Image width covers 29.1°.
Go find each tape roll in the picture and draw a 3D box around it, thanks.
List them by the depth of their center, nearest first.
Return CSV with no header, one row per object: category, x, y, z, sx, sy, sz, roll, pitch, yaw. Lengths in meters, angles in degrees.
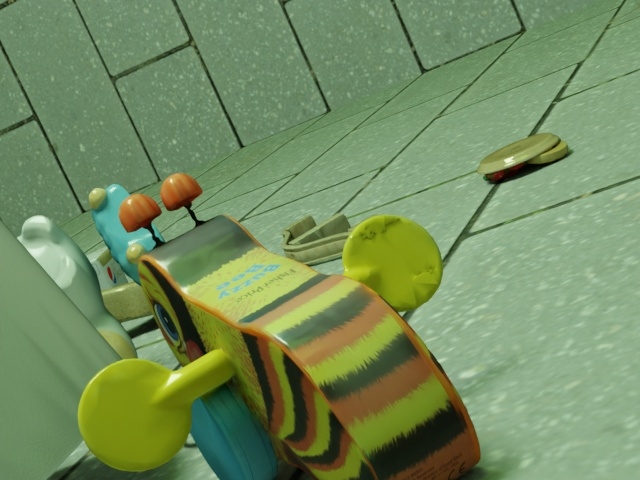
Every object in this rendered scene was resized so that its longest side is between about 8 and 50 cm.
tape roll,-0.254,0.093,0.704,0.246,0.169,0.246,-38,8,7

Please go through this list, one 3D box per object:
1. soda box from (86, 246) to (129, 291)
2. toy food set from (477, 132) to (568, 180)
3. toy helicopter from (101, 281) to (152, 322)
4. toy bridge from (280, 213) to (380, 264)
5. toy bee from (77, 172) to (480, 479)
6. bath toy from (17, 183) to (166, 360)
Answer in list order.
soda box,-0.316,0.083,1.343,0.216,0.069,0.074,-23,10,6
toy food set,0.183,-0.076,1.127,0.083,0.020,0.082,-25,10,2
toy helicopter,-0.285,0.090,1.178,0.355,0.140,0.235,-15,-1,-10
toy bridge,0.000,0.000,1.148,0.063,0.026,0.188,-30,11,-18
toy bee,-0.049,0.048,0.633,0.298,0.162,0.195,-14,16,45
bath toy,-0.265,0.100,0.981,0.348,0.151,0.129,-28,-25,-2
